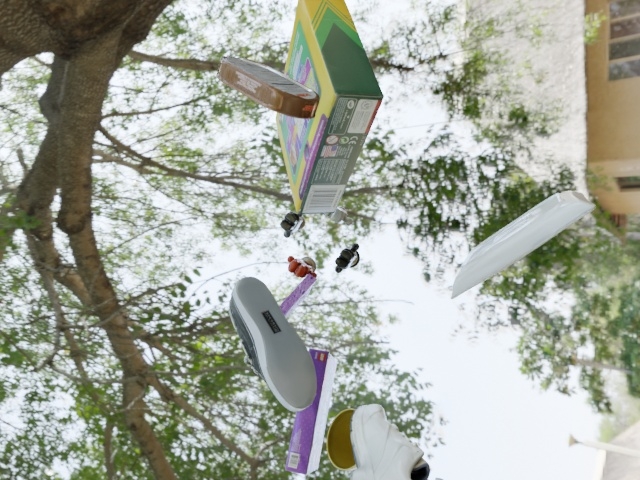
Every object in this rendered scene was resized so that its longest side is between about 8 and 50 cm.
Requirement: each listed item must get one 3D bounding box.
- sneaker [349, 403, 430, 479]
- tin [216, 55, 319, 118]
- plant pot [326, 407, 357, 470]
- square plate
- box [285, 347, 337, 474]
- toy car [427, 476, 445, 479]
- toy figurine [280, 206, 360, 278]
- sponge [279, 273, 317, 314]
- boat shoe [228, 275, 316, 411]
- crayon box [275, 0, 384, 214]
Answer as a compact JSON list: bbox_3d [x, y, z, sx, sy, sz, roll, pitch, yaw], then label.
[{"bbox_3d":[0.120,0.384,0.831,0.297,0.129,0.111,-85,-21,-75],"label":"sneaker"},{"bbox_3d":[-0.086,-0.250,0.777,0.106,0.189,0.040,-26,-37,-49],"label":"tin"},{"bbox_3d":[0.094,0.474,1.128,0.095,0.134,0.134,30,-114,-33],"label":"plant pot"},{"bbox_3d":[0.467,-0.008,1.149,0.049,0.347,0.344,54,-155,6],"label":"square plate"},{"bbox_3d":[-0.017,0.448,1.266,0.201,0.057,0.293,70,-151,-67],"label":"box"},{"bbox_3d":[0.219,0.619,1.058,0.136,0.159,0.182,18,-114,-79],"label":"toy car"},{"bbox_3d":[0.000,0.000,1.376,0.148,0.213,0.209,0,-104,-77],"label":"toy figurine"},{"bbox_3d":[-0.094,0.188,1.316,0.031,0.117,0.210,39,-123,7],"label":"sponge"},{"bbox_3d":[-0.116,0.227,1.017,0.113,0.105,0.306,-15,-119,-41],"label":"boat shoe"},{"bbox_3d":[-0.003,-0.288,1.056,0.106,0.363,0.313,-3,-121,-17],"label":"crayon box"}]
